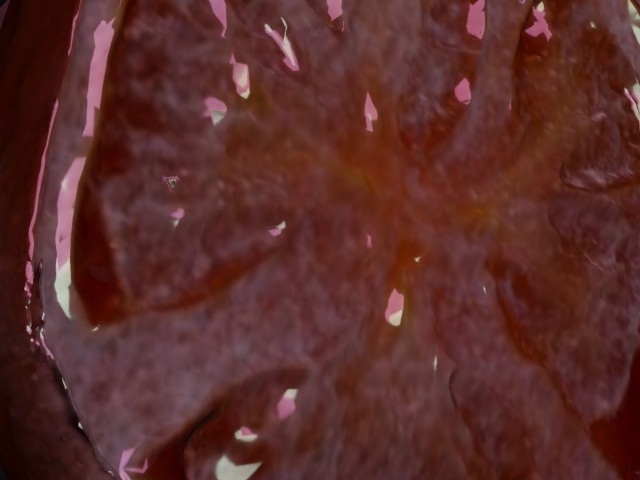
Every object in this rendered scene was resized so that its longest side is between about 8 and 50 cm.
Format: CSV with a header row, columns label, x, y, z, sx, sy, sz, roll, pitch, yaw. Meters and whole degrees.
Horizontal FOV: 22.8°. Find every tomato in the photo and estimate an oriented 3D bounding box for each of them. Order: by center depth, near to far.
label,x,y,z,sx,sy,sz,roll,pitch,yaw
tomato,0.000,0.000,0.432,0.237,0.095,0.237,9,75,-37

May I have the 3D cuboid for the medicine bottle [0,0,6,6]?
label,x,y,z,sx,sy,sz,roll,pitch,yaw
medicine bottle,-0.161,-0.048,0.363,0.139,0.139,0.237,35,50,-6
